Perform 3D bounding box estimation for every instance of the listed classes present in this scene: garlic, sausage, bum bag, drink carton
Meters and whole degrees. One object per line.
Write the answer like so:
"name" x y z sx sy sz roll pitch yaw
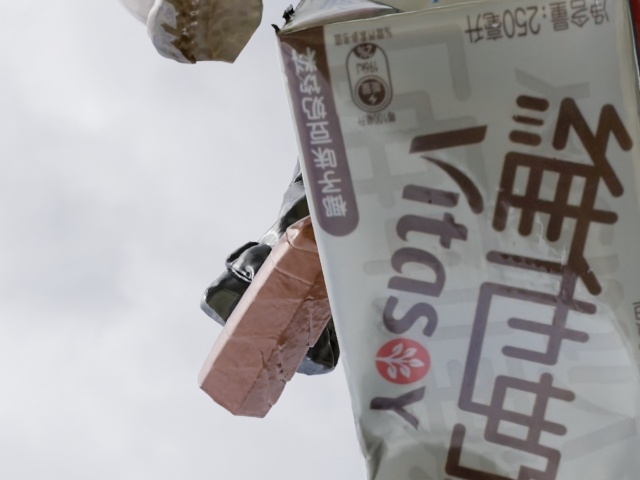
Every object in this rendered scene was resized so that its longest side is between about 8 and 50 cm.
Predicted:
"garlic" -0.146 -0.321 1.519 0.132 0.279 0.325 -7 -138 -26
"sausage" -0.022 0.045 1.132 0.065 0.169 0.065 28 -161 -11
"bum bag" 0.000 0.000 1.560 0.144 0.095 0.340 16 -132 14
"drink carton" 0.101 0.000 0.938 0.132 0.194 0.324 -65 -34 -67

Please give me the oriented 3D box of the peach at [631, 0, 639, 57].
"peach" 0.263 -0.210 1.261 0.290 0.372 0.372 28 -161 38
